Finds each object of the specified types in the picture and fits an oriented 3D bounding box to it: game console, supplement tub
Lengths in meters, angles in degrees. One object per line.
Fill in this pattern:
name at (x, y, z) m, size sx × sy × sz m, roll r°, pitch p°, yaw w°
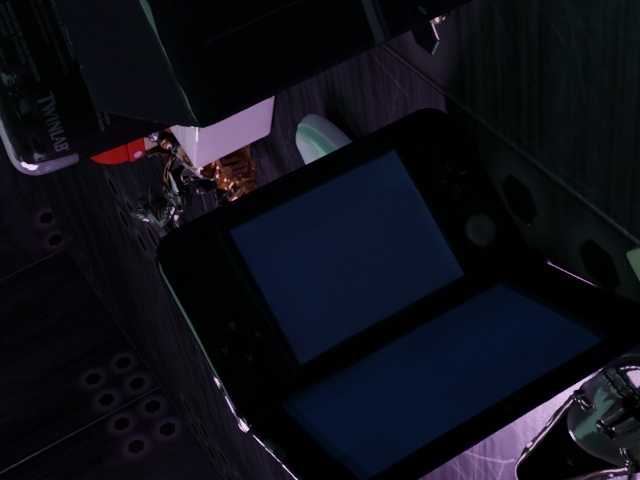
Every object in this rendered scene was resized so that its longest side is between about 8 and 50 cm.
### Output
game console at (0.058, 0.035, 0.924) m, size 0.250 × 0.293 × 0.173 m, roll 61°, pitch 161°, yaw 4°
supplement tub at (-0.128, -0.203, 0.988) m, size 0.207 × 0.338 × 0.207 m, roll 158°, pitch 90°, yaw -78°

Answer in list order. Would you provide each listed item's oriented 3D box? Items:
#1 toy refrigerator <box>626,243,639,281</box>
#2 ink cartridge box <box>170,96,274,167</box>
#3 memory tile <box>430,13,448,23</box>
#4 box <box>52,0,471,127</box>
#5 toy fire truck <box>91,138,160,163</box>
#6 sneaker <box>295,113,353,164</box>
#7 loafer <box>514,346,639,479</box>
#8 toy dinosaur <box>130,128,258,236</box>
toy refrigerator at (0.291, 0.097, 0.672) m, size 0.269 × 0.102 × 0.094 m, roll 61°, pitch 163°, yaw 2°
ink cartridge box at (-0.169, -0.256, 1.427) m, size 0.273 × 0.115 × 0.198 m, roll 56°, pitch 161°, yaw 19°
memory tile at (0.061, -0.251, 0.955) m, size 0.113 × 0.012 × 0.148 m, roll 43°, pitch 154°, yaw 46°
box at (0.005, -0.264, 0.546) m, size 0.179 × 0.343 × 0.312 m, roll 21°, pitch 136°, yaw 64°
toy fire truck at (-0.389, -0.219, 1.887) m, size 0.217 × 0.246 × 0.158 m, roll 55°, pitch 162°, yaw 23°
sneaker at (0.000, 0.000, 1.271) m, size 0.256 × 0.151 × 0.094 m, roll 64°, pitch 164°, yaw -2°
loafer at (0.230, 0.158, 0.962) m, size 0.096 × 0.084 × 0.267 m, roll 57°, pitch 162°, yaw 16°
toy dinosaur at (-0.161, -0.107, 1.599) m, size 0.218 × 0.164 × 0.322 m, roll 108°, pitch 156°, yaw -45°
